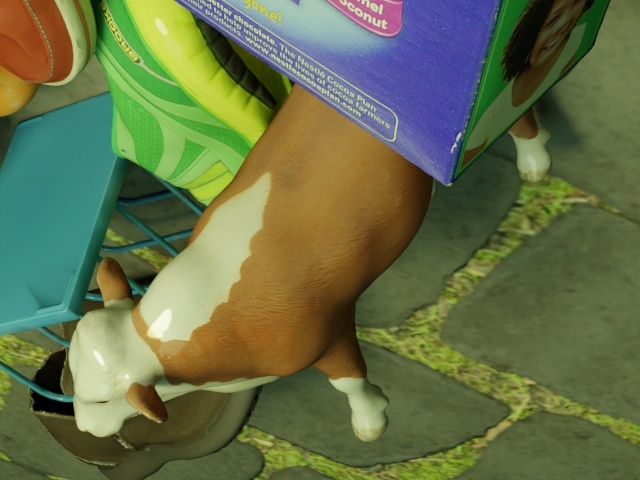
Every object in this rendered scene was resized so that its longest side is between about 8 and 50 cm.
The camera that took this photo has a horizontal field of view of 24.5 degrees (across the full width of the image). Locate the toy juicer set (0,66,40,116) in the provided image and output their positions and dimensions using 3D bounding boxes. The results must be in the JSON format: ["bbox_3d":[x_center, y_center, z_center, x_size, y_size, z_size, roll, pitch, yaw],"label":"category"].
[{"bbox_3d":[-0.321,-0.106,0.941,0.329,0.089,0.209,-18,148,29],"label":"toy juicer set"}]

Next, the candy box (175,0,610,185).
[{"bbox_3d":[-0.001,-0.212,0.535,0.268,0.122,0.317,36,151,16],"label":"candy box"}]

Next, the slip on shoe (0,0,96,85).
[{"bbox_3d":[-0.230,-0.162,0.689,0.123,0.101,0.331,15,163,37],"label":"slip on shoe"}]

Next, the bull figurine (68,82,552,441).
[{"bbox_3d":[0.000,0.000,0.794,0.101,0.310,0.188,35,176,38],"label":"bull figurine"}]

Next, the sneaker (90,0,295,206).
[{"bbox_3d":[-0.051,-0.069,0.881,0.123,0.109,0.295,11,146,34],"label":"sneaker"}]

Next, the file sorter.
[{"bbox_3d":[-0.146,0.006,0.950,0.118,0.170,0.104,-13,140,36],"label":"file sorter"}]

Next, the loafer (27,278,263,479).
[{"bbox_3d":[-0.136,0.095,1.106,0.130,0.134,0.366,26,145,-16],"label":"loafer"}]
